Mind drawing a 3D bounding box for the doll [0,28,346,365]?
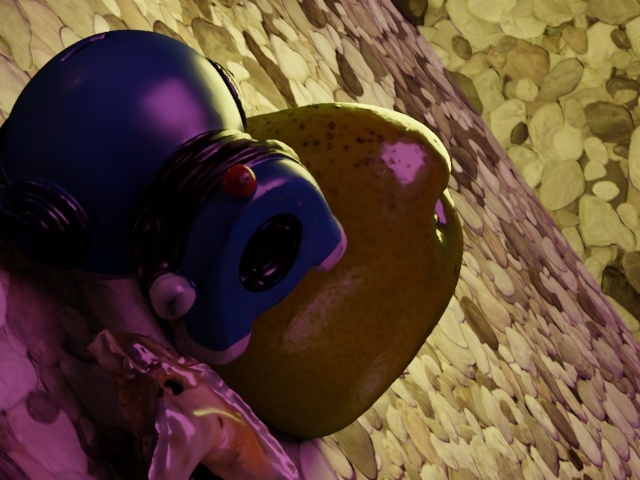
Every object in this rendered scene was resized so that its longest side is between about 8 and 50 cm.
[{"bbox_3d":[-0.153,-0.059,1.658,0.310,0.240,0.284,33,52,32],"label":"doll"}]

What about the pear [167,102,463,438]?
[{"bbox_3d":[0.000,0.000,1.841,0.342,0.318,0.238,54,16,4],"label":"pear"}]

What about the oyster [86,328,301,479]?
[{"bbox_3d":[-0.100,0.227,1.561,0.275,0.100,0.271,36,34,-37],"label":"oyster"}]
